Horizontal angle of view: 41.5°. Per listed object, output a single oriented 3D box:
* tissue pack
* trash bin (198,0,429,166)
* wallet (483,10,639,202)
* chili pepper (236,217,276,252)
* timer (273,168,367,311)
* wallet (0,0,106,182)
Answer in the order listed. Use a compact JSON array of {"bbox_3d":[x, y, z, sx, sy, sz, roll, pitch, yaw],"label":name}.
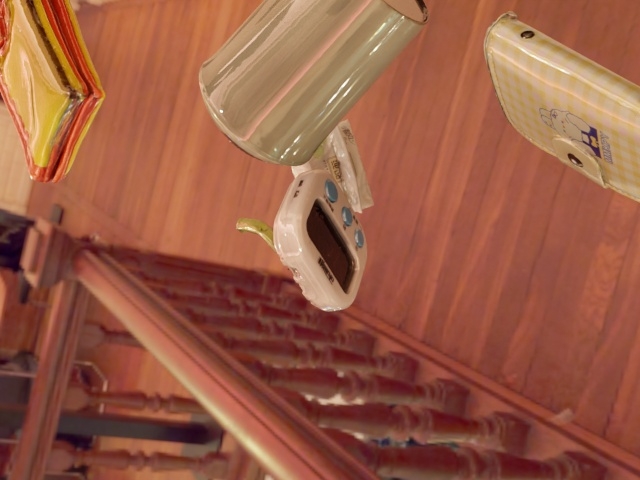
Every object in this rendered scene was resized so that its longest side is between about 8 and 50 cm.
[{"bbox_3d":[0.032,-0.170,2.102,0.145,0.159,0.229,-4,105,64],"label":"tissue pack"},{"bbox_3d":[-0.029,-0.345,1.600,0.432,0.280,0.280,-43,42,29],"label":"trash bin"},{"bbox_3d":[0.357,-0.160,1.120,0.077,0.223,0.309,-40,52,-7],"label":"wallet"},{"bbox_3d":[-0.144,-0.021,2.018,0.202,0.052,0.050,27,89,53],"label":"chili pepper"},{"bbox_3d":[0.000,0.000,1.712,0.087,0.262,0.237,-10,39,31],"label":"timer"},{"bbox_3d":[-0.309,-0.190,0.905,0.141,0.067,0.241,-52,53,36],"label":"wallet"}]
